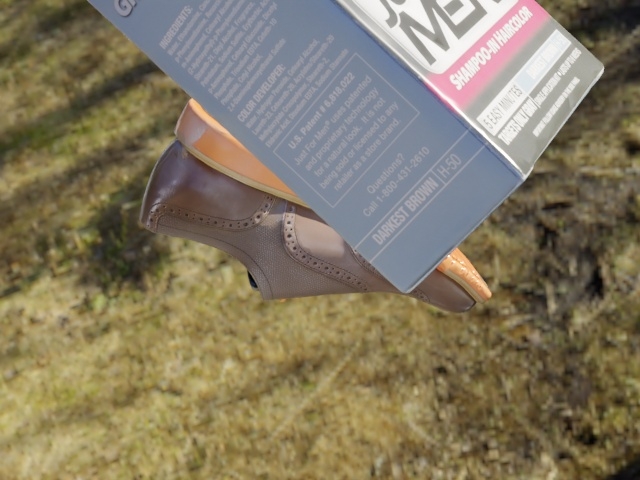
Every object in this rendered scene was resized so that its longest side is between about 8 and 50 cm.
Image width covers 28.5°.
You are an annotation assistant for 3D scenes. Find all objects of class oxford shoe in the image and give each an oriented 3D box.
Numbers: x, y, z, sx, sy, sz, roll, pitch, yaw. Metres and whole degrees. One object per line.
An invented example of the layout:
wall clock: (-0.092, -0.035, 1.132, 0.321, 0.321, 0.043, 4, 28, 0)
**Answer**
oxford shoe: (0.000, 0.000, 1.172, 0.132, 0.364, 0.130, -57, 27, 13)

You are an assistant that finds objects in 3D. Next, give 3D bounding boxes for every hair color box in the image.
hair color box: (-0.022, -0.165, 0.750, 0.374, 0.113, 0.185, 43, 36, 1)
